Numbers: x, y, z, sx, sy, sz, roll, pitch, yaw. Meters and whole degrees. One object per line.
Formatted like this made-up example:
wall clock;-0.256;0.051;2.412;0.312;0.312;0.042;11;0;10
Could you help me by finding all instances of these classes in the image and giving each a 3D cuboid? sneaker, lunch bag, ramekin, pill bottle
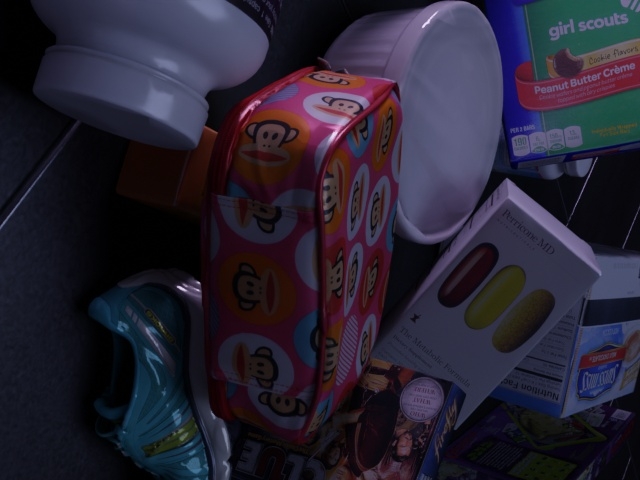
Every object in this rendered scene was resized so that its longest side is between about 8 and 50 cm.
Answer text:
sneaker;-0.153;0.159;0.875;0.110;0.107;0.275;-17;110;-32
lunch bag;0.000;0.000;0.842;0.258;0.120;0.293;-46;145;-57
ramekin;0.095;-0.137;1.098;0.273;0.127;0.273;-24;120;-52
pill bottle;-0.103;-0.240;0.717;0.181;0.181;0.323;28;77;-56
pill bottle;0.303;-0.134;1.380;0.087;0.160;0.087;-25;121;-51

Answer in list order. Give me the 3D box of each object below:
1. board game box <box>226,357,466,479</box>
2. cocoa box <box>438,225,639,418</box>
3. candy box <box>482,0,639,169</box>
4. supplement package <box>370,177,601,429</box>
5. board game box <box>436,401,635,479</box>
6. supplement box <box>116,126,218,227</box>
board game box;0.004;0.190;0.960;0.042;0.243;0.165;45;63;-52
cocoa box;0.338;0.111;1.446;0.347;0.231;0.228;3;99;-56
candy box;0.348;-0.270;1.222;0.122;0.268;0.317;13;68;-79
supplement package;0.185;0.069;1.110;0.244;0.139;0.134;-51;180;17
board game box;0.357;0.333;1.572;0.347;0.208;0.056;-20;120;-52
supplement box;-0.081;-0.042;0.910;0.233;0.078;0.080;22;82;-56
